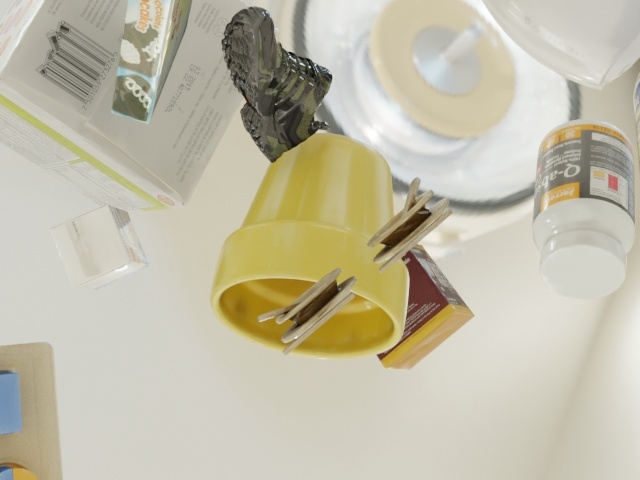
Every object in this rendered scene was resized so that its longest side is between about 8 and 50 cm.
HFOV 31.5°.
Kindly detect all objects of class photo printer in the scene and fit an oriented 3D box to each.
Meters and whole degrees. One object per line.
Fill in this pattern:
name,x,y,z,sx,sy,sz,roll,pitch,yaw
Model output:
photo printer,0.388,-0.381,1.575,0.256,0.307,0.107,44,-175,17

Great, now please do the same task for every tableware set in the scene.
tableware set,0.031,0.016,1.008,0.039,0.194,0.128,49,-176,-3

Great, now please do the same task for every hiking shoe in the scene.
hiking shoe,-0.047,-0.203,1.374,0.086,0.114,0.227,51,161,34

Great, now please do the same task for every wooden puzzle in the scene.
wooden puzzle,-0.553,0.330,1.757,0.348,0.080,0.322,-3,-94,-38

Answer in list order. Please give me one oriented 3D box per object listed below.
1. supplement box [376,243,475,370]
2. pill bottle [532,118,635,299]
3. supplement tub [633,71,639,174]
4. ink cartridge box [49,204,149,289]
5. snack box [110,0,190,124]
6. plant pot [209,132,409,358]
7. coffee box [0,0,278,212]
supplement box,0.175,0.134,2.350,0.194,0.191,0.129,55,-164,22
pill bottle,0.427,-0.052,1.834,0.162,0.162,0.278,51,-144,-35
supplement tub,0.491,-0.075,1.328,0.228,0.228,0.316,44,-138,-45
ink cartridge box,-0.312,0.011,1.600,0.143,0.090,0.092,46,-159,-86
snack box,-0.200,-0.320,1.454,0.060,0.322,0.187,18,-126,-5
plant pot,0.000,0.000,1.492,0.254,0.254,0.239,43,-131,-46
coffee box,-0.337,-0.274,1.818,0.338,0.334,0.337,34,-107,-25
